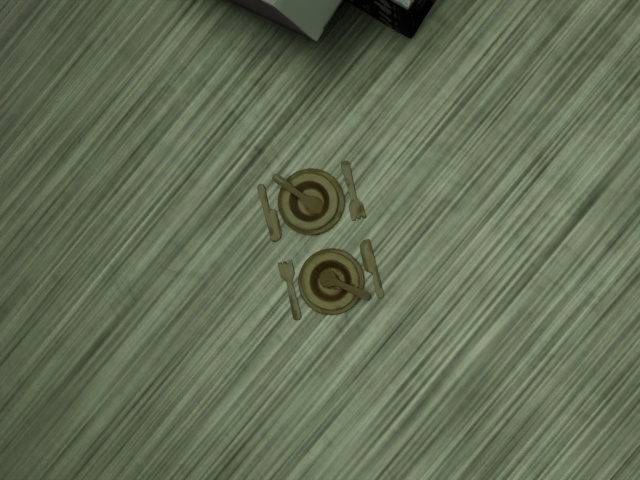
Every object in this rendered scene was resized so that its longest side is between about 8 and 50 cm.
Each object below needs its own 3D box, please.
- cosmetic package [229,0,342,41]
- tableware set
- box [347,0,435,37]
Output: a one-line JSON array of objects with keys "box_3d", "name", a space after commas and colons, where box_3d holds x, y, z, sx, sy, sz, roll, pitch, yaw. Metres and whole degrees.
[{"box_3d": [-0.066, -0.430, 1.472, 0.377, 0.097, 0.284, 32, 92, 43], "name": "cosmetic package"}, {"box_3d": [0.000, 0.000, 1.560, 0.128, 0.039, 0.194, -16, 85, 5], "name": "tableware set"}, {"box_3d": [0.116, -0.406, 1.512, 0.142, 0.163, 0.247, 31, 90, 7], "name": "box"}]
